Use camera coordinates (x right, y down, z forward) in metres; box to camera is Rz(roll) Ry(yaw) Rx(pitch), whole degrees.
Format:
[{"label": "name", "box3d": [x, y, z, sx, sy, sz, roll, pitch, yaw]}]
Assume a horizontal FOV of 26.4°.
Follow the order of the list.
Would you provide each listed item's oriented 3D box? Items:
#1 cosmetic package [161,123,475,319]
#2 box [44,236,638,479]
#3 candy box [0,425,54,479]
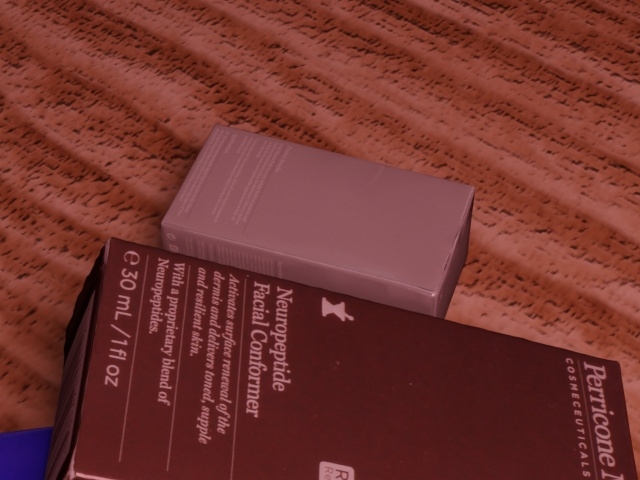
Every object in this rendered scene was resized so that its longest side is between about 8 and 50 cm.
[{"label": "cosmetic package", "box3d": [0.000, 0.000, 1.136, 0.237, 0.107, 0.127, 18, 52, 12]}, {"label": "box", "box3d": [0.015, 0.149, 0.907, 0.381, 0.143, 0.191, 15, 46, -15]}, {"label": "candy box", "box3d": [-0.259, 0.292, 0.879, 0.268, 0.122, 0.317, -8, 52, -5]}]
